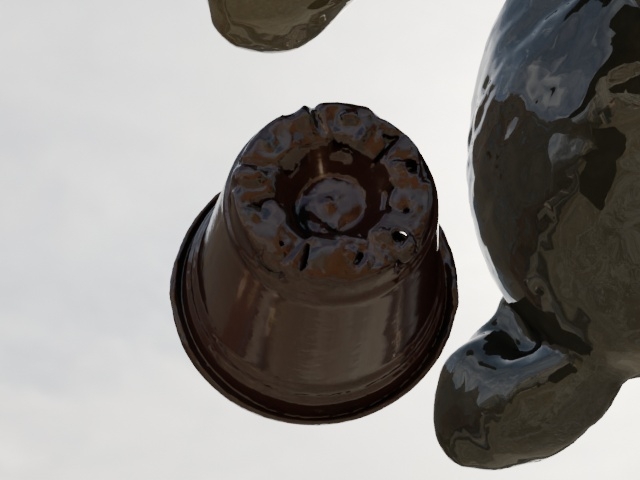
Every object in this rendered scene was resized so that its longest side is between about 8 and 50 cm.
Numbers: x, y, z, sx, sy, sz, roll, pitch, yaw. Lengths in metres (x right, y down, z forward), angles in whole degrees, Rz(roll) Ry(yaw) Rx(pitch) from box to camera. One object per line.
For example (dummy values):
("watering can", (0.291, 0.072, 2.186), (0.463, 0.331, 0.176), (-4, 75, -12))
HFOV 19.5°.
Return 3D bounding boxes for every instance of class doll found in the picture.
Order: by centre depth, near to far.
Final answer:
("doll", (0.117, -0.104, 0.811), (0.378, 0.252, 0.382), (35, -54, -6))

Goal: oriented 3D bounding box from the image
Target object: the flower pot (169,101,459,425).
("flower pot", (0.000, 0.000, 0.664), (0.111, 0.111, 0.089), (-8, -26, -7))
